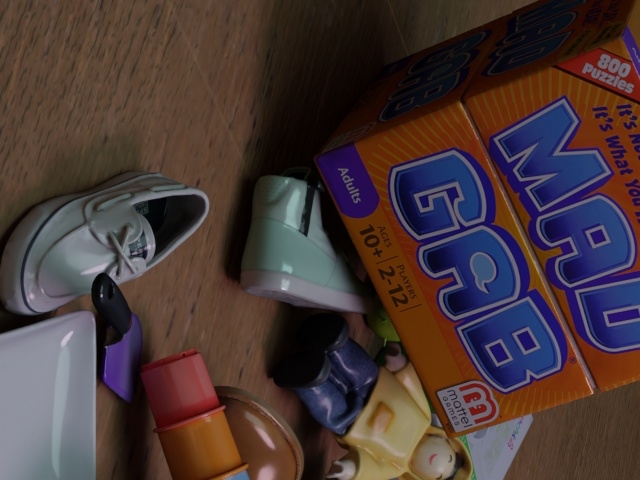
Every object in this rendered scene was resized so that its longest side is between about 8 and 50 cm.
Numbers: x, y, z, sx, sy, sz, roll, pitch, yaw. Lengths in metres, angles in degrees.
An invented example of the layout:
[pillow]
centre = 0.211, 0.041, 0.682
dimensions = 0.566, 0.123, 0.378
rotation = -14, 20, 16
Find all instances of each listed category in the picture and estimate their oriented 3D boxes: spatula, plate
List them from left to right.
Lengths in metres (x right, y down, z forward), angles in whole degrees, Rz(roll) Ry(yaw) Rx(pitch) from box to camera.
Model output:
[plate]
centre = -0.284, 0.210, 1.523
dimensions = 0.277, 0.045, 0.278
rotation = -14, 108, -61
[spatula]
centre = -0.183, 0.077, 1.617
dimensions = 0.296, 0.030, 0.084
rotation = 100, -2, -73

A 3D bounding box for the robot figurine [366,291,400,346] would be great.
[robot figurine]
centre = 0.099, 0.078, 2.224
dimensions = 0.101, 0.067, 0.115
rotation = 82, 29, -42

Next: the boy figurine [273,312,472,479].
[boy figurine]
centre = 0.066, 0.211, 2.066
dimensions = 0.285, 0.092, 0.177
rotation = 46, 62, -29

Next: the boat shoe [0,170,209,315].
[boat shoe]
centre = -0.190, -0.004, 1.621
dimensions = 0.258, 0.084, 0.095
rotation = -43, 132, -53

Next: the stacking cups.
[stacking cups]
centre = -0.098, 0.262, 1.729
dimensions = 0.096, 0.096, 0.316
rotation = -21, 91, -60

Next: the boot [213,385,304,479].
[boot]
centre = -0.105, 0.309, 1.838
dimensions = 0.220, 0.109, 0.283
rotation = -60, 156, -44

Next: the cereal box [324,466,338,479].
[cereal box]
centre = 0.002, 0.378, 2.032
dimensions = 0.240, 0.047, 0.173
rotation = -49, 146, -72

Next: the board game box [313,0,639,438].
[board game box]
centre = 0.260, -0.055, 2.020
dimensions = 0.356, 0.356, 0.356
rotation = 63, 23, -14

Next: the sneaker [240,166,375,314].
[sneaker]
centre = 0.000, 0.000, 1.988
dimensions = 0.256, 0.094, 0.151
rotation = 23, 72, -63

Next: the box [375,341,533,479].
[box]
centre = 0.159, 0.222, 2.311
dimensions = 0.262, 0.126, 0.231
rotation = -54, 139, -46
